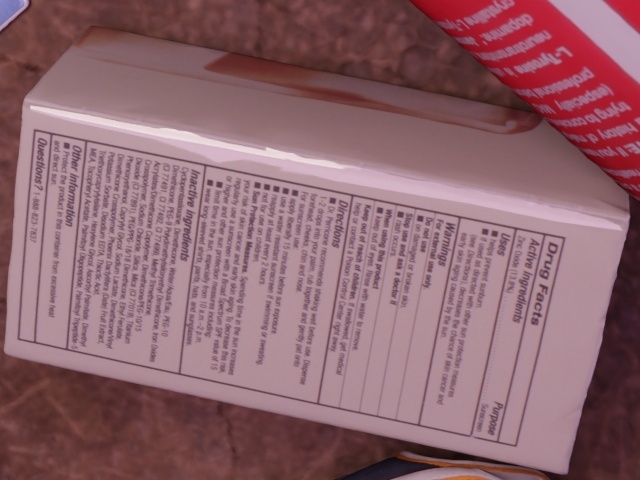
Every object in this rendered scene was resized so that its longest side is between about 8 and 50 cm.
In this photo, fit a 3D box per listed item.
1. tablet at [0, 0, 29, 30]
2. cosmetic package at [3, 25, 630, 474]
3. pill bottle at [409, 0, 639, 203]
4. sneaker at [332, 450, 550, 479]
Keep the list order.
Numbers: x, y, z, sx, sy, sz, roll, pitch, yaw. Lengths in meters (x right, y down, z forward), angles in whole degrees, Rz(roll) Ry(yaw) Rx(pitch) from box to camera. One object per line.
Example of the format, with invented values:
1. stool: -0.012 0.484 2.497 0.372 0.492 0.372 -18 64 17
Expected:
1. tablet: -0.206 -0.126 0.990 0.083 0.006 0.054 -37 99 18
2. cosmetic package: 0.000 0.000 0.926 0.296 0.129 0.153 13 116 4
3. pill bottle: 0.178 -0.136 0.799 0.407 0.229 0.229 40 109 -16
4. sneaker: 0.000 0.202 1.009 0.321 0.127 0.126 -18 99 38
